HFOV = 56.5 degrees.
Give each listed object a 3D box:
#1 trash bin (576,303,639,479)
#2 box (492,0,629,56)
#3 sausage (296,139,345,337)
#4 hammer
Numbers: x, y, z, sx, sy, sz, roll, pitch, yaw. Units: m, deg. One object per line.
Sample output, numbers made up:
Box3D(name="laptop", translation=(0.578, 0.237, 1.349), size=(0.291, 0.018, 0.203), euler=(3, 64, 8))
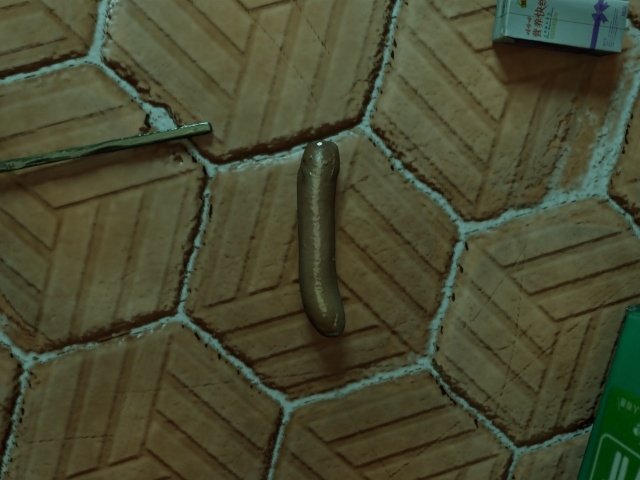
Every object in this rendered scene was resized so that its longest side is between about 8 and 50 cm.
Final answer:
Box3D(name="trash bin", translation=(0.391, 0.271, 0.543), size=(0.295, 0.259, 0.381), euler=(9, 95, -8))
Box3D(name="box", translation=(0.224, -0.205, 0.559), size=(0.117, 0.036, 0.051), euler=(7, 98, -7))
Box3D(name="sausage", translation=(0.000, 0.000, 0.561), size=(0.043, 0.043, 0.186), euler=(-3, 98, -6))
Box3D(name="hammer", translation=(-0.241, -0.072, 0.532), size=(0.292, 0.029, 0.058), euler=(-12, 101, -7))
